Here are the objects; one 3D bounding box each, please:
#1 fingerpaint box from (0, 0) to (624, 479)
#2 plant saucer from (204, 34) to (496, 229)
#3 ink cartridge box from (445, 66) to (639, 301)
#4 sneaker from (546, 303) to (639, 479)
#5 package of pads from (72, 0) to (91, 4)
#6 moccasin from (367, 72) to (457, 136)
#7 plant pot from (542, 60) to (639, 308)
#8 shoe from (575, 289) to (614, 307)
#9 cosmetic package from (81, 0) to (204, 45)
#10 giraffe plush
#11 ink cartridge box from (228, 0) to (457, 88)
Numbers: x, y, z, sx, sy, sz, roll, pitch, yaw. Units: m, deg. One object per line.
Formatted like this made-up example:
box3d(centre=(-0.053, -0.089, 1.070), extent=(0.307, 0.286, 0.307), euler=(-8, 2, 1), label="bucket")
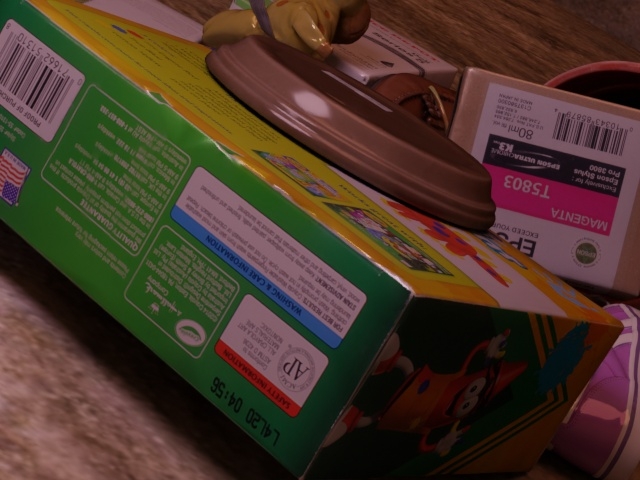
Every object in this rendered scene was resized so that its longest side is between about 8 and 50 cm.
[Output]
box3d(centre=(-0.035, 0.000, 1.364), extent=(0.445, 0.163, 0.371), euler=(37, 14, 28), label="fingerpaint box")
box3d(centre=(0.033, -0.097, 1.434), extent=(0.278, 0.041, 0.278), euler=(29, 11, -6), label="plant saucer")
box3d(centre=(0.236, -0.057, 1.781), extent=(0.235, 0.193, 0.088), euler=(14, -4, 1), label="ink cartridge box")
box3d(centre=(0.217, 0.106, 1.568), extent=(0.161, 0.102, 0.282), euler=(23, 19, 1), label="sneaker")
box3d(centre=(-0.382, -0.303, 1.849), extent=(0.229, 0.101, 0.296), euler=(35, 21, 25), label="package of pads")
box3d(centre=(0.138, -0.104, 1.982), extent=(0.147, 0.139, 0.380), euler=(26, 8, 25), label="moccasin")
box3d(centre=(0.367, -0.056, 1.968), extent=(0.272, 0.272, 0.265), euler=(34, 13, 22), label="plant pot")
box3d(centre=(0.267, 0.084, 1.744), extent=(0.219, 0.058, 0.076), euler=(15, 22, -30), label="shoe")
box3d(centre=(-0.207, -0.198, 1.835), extent=(0.117, 0.085, 0.231), euler=(29, 21, 7), label="cosmetic package")
box3d(centre=(-0.013, -0.243, 1.868), extent=(0.181, 0.210, 0.170), euler=(28, 58, 17), label="giraffe plush")
box3d(centre=(0.015, -0.203, 2.081), extent=(0.198, 0.114, 0.273), euler=(33, 20, 19), label="ink cartridge box")
